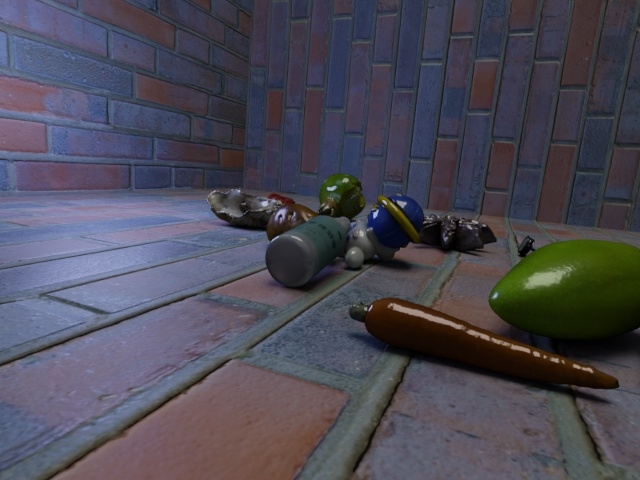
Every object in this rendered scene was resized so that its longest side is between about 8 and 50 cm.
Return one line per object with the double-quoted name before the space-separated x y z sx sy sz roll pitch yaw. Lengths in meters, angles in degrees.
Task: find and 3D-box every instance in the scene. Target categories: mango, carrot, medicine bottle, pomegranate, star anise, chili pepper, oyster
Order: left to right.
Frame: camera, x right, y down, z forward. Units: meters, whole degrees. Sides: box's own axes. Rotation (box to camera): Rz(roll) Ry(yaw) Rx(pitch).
"oyster" -0.269 -0.112 1.549 0.341 0.110 0.166 3 42 3
"chili pepper" -0.205 -0.117 1.719 0.144 0.136 0.252 49 26 -1
"mango" -0.063 -0.029 1.169 0.156 0.151 0.248 -33 32 -19
"medicine bottle" 0.000 0.000 0.954 0.110 0.110 0.352 8 17 20
"pomegranate" 0.080 -0.187 1.953 0.236 0.236 0.302 12 39 36
"star anise" 0.458 -0.034 1.465 0.331 0.118 0.332 4 15 -1
"carrot" 0.193 0.134 0.541 0.336 0.069 0.069 12 12 23
"mango" 0.411 0.079 0.672 0.343 0.156 0.192 -3 10 -28

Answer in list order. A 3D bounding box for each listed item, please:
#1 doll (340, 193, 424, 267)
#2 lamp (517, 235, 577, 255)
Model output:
"doll" 0.168 -0.021 1.149 0.159 0.243 0.311 37 3 -12
"lamp" 0.710 0.055 1.253 0.108 0.130 0.371 28 0 7
